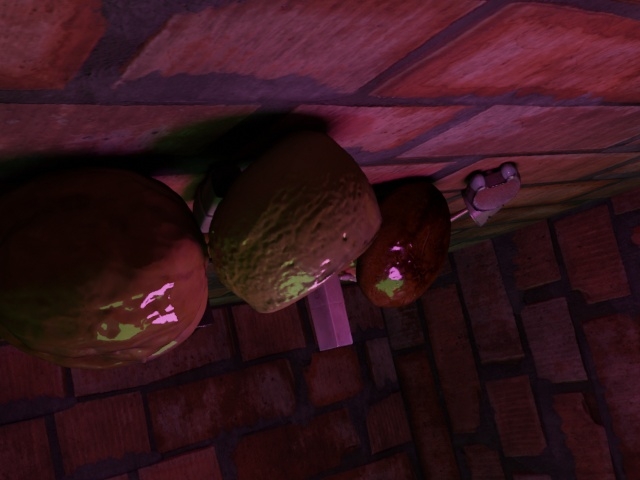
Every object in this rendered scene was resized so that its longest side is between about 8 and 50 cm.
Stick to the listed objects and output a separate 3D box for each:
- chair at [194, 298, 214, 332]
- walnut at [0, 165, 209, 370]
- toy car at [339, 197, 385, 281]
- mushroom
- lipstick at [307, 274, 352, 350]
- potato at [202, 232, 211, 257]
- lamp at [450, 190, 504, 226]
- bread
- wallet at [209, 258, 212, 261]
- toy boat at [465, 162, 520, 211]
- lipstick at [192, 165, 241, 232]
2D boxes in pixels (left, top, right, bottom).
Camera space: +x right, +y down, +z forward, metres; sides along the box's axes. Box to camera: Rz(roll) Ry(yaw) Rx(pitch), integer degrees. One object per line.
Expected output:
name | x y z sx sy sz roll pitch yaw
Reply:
chair | -0.410 0.149 2.194 0.203 0.240 0.416 -5 169 -31
walnut | -0.376 0.046 1.325 0.384 0.383 0.383 -13 172 -2
toy car | 0.116 0.007 2.164 0.270 0.212 0.180 -6 169 -41
mushroom | 0.215 0.015 2.004 0.345 0.345 0.239 -9 -150 -28
lipstick | 0.006 0.126 2.230 0.076 0.371 0.080 -19 169 37
potato | -0.224 -0.010 1.839 0.176 0.137 0.137 -5 168 -37
lamp | 0.440 -0.087 2.342 0.215 0.121 0.121 -31 166 19
bread | -0.054 -0.040 1.349 0.320 0.237 0.320 -37 -174 5
wallet | -0.193 0.022 2.299 0.262 0.071 0.221 3 163 -40
toy boat | 0.476 -0.159 2.163 0.155 0.085 0.227 -23 159 5
lipstick | -0.204 -0.082 1.550 0.077 0.079 0.253 -11 170 -16
